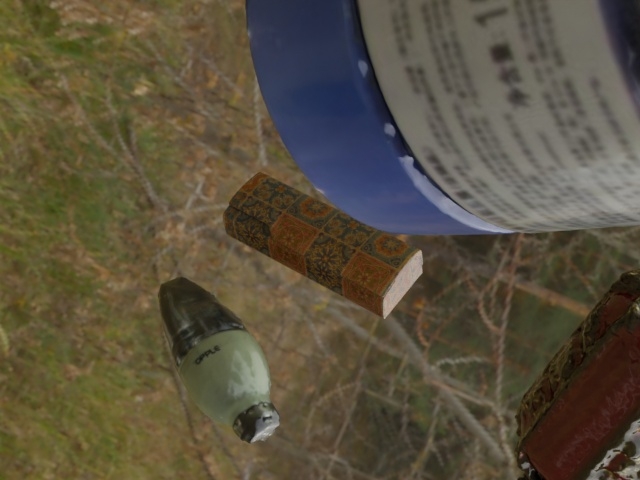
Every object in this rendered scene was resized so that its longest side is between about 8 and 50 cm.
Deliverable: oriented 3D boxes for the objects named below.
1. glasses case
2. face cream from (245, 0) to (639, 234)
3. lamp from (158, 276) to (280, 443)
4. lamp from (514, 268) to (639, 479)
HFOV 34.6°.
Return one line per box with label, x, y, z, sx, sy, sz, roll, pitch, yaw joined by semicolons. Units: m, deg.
glasses case;0.000;0.000;1.119;0.075;0.218;0.049;-47;150;-28
face cream;0.123;-0.127;0.539;0.249;0.225;0.248;1;89;-45
lamp;-0.120;0.128;1.157;0.101;0.250;0.101;-24;143;-20
lamp;0.290;0.144;0.931;0.274;0.177;0.177;-64;173;34
